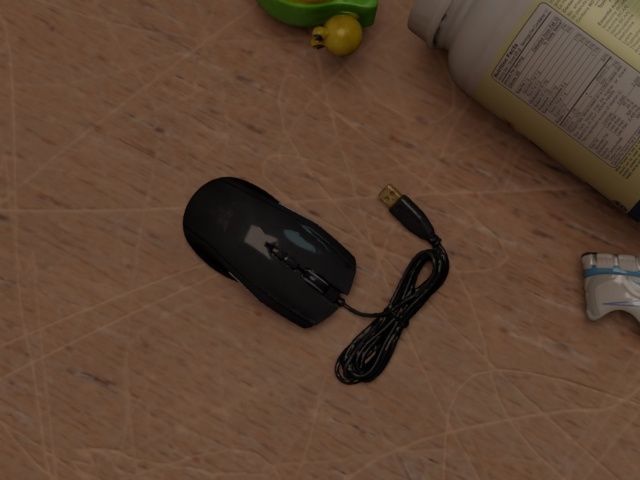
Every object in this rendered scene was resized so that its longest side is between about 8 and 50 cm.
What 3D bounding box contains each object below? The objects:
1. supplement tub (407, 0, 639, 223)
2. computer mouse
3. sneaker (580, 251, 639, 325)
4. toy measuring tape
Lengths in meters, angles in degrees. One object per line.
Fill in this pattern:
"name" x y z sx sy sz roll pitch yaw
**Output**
"supplement tub" 0.270 -0.185 1.470 0.325 0.235 0.235 38 85 7
"computer mouse" 0.000 0.000 1.543 0.262 0.060 0.184 41 86 7
"sneaker" 0.349 0.059 1.521 0.191 0.071 0.082 4 88 12
"toy measuring tape" -0.035 -0.330 1.573 0.121 0.121 0.330 -18 73 0
